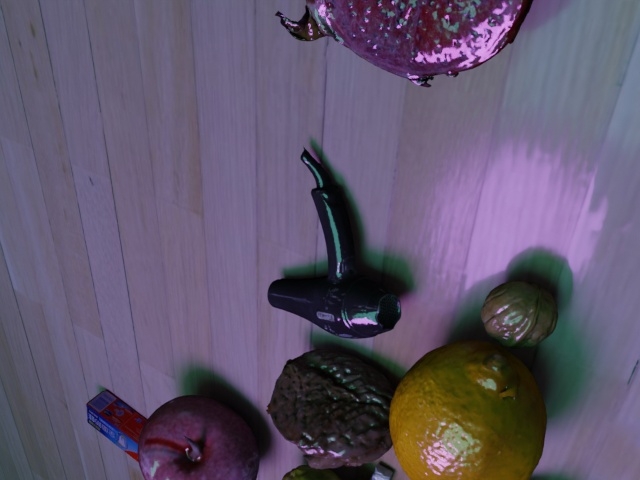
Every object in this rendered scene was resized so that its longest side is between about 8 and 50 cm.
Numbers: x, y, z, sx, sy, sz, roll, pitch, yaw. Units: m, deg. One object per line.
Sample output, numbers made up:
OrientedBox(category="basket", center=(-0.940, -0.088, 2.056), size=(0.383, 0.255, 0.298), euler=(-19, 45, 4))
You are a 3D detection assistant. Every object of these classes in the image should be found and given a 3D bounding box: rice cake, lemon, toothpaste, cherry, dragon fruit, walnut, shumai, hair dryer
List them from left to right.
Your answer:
OrientedBox(category="toothpaste", center=(-0.420, 0.476, 1.419), size=(0.321, 0.066, 0.076), euler=(28, 129, 21))
OrientedBox(category="cherry", center=(-0.229, 0.412, 1.146), size=(0.236, 0.213, 0.285), euler=(53, 158, 28))
OrientedBox(category="hair dryer", center=(0.000, 0.000, 0.845), size=(0.236, 0.091, 0.271), euler=(5, 107, 45))
OrientedBox(category="shumai", center=(0.026, 0.278, 0.937), size=(0.206, 0.166, 0.175), euler=(25, 150, 24))
OrientedBox(category="rice cake", center=(0.090, 0.458, 1.058), size=(0.042, 0.030, 0.180), euler=(24, 128, 18))
OrientedBox(category="dragon fruit", center=(0.097, -0.267, 0.564), size=(0.282, 0.147, 0.210), euler=(-6, 121, 42))
OrientedBox(category="lemon", center=(0.183, 0.227, 0.748), size=(0.188, 0.188, 0.256), euler=(25, 129, 23))
OrientedBox(category="walnut", center=(0.233, 0.087, 0.702), size=(0.092, 0.092, 0.092), euler=(18, 125, 27))

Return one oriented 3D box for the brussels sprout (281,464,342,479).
OrientedBox(category="brussels sprout", center=(-0.002, 0.492, 1.031), size=(0.223, 0.161, 0.223), euler=(21, 116, 54))
